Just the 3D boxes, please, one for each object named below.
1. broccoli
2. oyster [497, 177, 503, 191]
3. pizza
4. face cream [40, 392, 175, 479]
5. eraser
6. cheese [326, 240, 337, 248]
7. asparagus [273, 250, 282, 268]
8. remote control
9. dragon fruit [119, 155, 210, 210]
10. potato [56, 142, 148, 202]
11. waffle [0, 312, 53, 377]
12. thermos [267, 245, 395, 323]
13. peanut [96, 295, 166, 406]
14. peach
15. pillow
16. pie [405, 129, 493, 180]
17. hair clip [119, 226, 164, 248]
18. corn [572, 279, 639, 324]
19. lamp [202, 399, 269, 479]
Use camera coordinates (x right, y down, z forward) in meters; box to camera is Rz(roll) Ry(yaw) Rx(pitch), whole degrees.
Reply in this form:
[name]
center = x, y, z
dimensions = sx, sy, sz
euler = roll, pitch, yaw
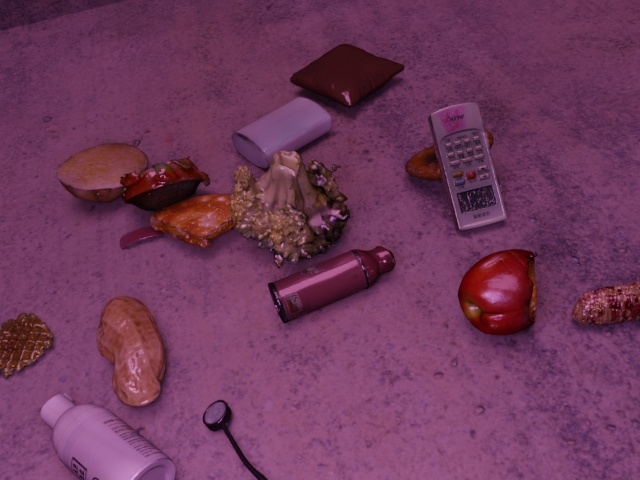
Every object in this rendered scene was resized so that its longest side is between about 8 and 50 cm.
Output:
[broccoli]
center = -0.082, -0.126, 1.773
dimensions = 0.348, 0.281, 0.293
euler = 34, 59, 16
[oyster]
center = 0.449, -0.152, 1.893
dimensions = 0.177, 0.064, 0.125
euler = -17, 58, -20
[pizza]
center = -0.342, -0.050, 1.909
dimensions = 0.336, 0.086, 0.226
euler = -8, 41, 2
[face cream]
center = -0.489, 0.438, 1.408
dimensions = 0.370, 0.145, 0.145
euler = 23, 53, 30
[eraser]
center = -0.127, -0.364, 2.177
dimensions = 0.290, 0.104, 0.189
euler = -34, 45, -22
[cheese]
center = 0.000, 0.001, 1.847
dimensions = 0.111, 0.017, 0.047
euler = 13, 45, 32
[asparagus]
center = -0.139, -0.009, 1.875
dimensions = 0.034, 0.027, 0.236
euler = -8, 44, -13
[remote control]
center = 0.403, -0.205, 1.801
dimensions = 0.145, 0.344, 0.050
euler = -15, 0, -1
[dragon fruit]
center = -0.478, -0.171, 1.977
dimensions = 0.268, 0.130, 0.295
euler = -24, 8, -4
[potato]
center = -0.692, -0.200, 2.110
dimensions = 0.239, 0.116, 0.299
euler = 22, 42, 22
[waffle]
center = -0.795, 0.270, 1.709
dimensions = 0.169, 0.036, 0.183
euler = -38, 50, -23
[thermos]
center = 0.037, 0.103, 1.688
dimensions = 0.330, 0.136, 0.109
euler = -22, 73, -11
[peanut]
center = -0.457, 0.262, 1.582
dimensions = 0.153, 0.140, 0.325
euler = -9, 44, -18
[peach]
center = 0.443, 0.116, 1.534
dimensions = 0.226, 0.196, 0.189
euler = -26, 82, -19
[pillow]
center = 0.099, -0.602, 2.369
dimensions = 0.305, 0.108, 0.308
euler = 31, 57, 33
[pie]
center = 0.382, -0.251, 1.938
dimensions = 0.273, 0.069, 0.273
euler = -26, 21, 11
[hair clip]
center = -0.537, -0.013, 1.956
dimensions = 0.137, 0.022, 0.054
euler = -17, 42, -7
[corn]
center = 0.733, 0.140, 1.520
dimensions = 0.290, 0.098, 0.098
euler = -9, 44, 5
[lamp]
center = -0.137, 0.480, 1.376
dimensions = 0.371, 0.108, 0.130
euler = 21, 63, 47
